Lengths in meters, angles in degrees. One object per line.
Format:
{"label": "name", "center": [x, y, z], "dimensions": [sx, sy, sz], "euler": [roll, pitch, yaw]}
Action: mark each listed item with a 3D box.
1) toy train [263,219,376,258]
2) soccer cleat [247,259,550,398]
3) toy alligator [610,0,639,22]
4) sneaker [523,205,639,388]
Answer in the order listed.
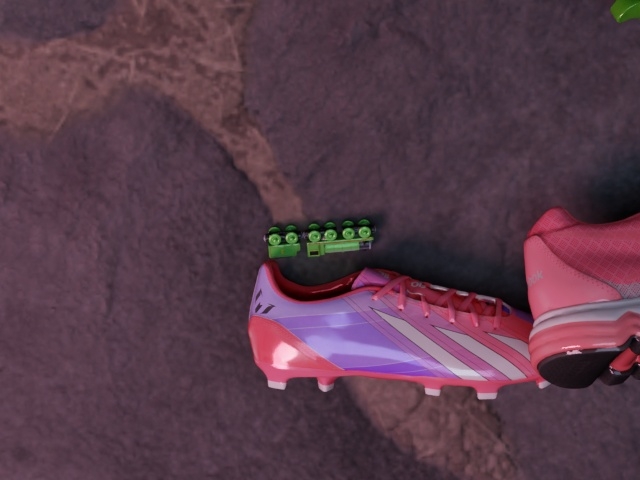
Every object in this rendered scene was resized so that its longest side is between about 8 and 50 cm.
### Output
{"label": "toy train", "center": [0.000, 0.000, 1.261], "dimensions": [0.083, 0.017, 0.024], "euler": [-4, 117, 0]}
{"label": "soccer cleat", "center": [0.070, 0.061, 1.251], "dimensions": [0.248, 0.083, 0.095], "euler": [0, 102, 1]}
{"label": "toy alligator", "center": [0.293, -0.195, 1.194], "dimensions": [0.189, 0.056, 0.051], "euler": [-30, 147, 6]}
{"label": "sneaker", "center": [0.292, 0.014, 1.224], "dimensions": [0.313, 0.116, 0.136], "euler": [-6, 69, -15]}
